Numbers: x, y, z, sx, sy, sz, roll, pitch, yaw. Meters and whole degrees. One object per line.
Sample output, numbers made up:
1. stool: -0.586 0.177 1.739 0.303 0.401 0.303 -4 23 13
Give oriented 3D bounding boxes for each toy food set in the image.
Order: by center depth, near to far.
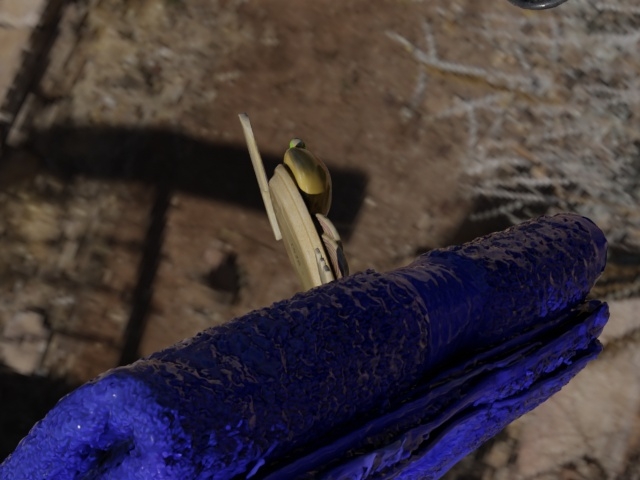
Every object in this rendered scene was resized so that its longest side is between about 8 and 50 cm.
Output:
1. toy food set: 0.000 0.000 1.159 0.038 0.132 0.192 -21 42 -7

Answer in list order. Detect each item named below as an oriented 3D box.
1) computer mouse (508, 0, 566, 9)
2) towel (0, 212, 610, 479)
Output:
1. computer mouse: 0.213 -0.110 0.644 0.184 0.262 0.060 -55 10 53
2. towel: -0.021 0.097 0.668 0.228 0.308 0.076 -46 72 34
